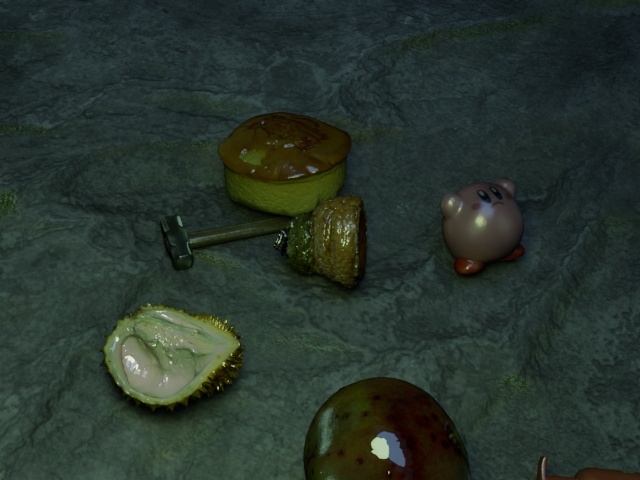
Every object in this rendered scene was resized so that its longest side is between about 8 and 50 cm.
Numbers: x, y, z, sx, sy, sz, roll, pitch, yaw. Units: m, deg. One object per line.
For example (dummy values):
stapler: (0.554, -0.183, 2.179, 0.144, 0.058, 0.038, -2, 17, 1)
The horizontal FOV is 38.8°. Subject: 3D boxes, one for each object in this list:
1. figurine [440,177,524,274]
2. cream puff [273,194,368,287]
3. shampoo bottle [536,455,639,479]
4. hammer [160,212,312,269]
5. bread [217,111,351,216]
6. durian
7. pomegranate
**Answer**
figurine: (0.326, -0.035, 1.830, 0.173, 0.173, 0.173, 5, 51, -6)
cream puff: (0.000, 0.000, 1.754, 0.169, 0.183, 0.183, 1, 50, 10)
shampoo bottle: (0.488, 0.426, 1.540, 0.244, 0.085, 0.085, 10, 50, -3)
hammer: (-0.135, -0.026, 1.831, 0.366, 0.043, 0.111, -11, 53, -21)
bread: (-0.072, -0.165, 1.853, 0.270, 0.148, 0.269, -1, 36, 1)
durian: (-0.251, 0.205, 1.564, 0.250, 0.138, 0.183, 12, 80, 11)
pomegranate: (0.088, 0.386, 1.429, 0.291, 0.323, 0.290, 30, 23, -14)
